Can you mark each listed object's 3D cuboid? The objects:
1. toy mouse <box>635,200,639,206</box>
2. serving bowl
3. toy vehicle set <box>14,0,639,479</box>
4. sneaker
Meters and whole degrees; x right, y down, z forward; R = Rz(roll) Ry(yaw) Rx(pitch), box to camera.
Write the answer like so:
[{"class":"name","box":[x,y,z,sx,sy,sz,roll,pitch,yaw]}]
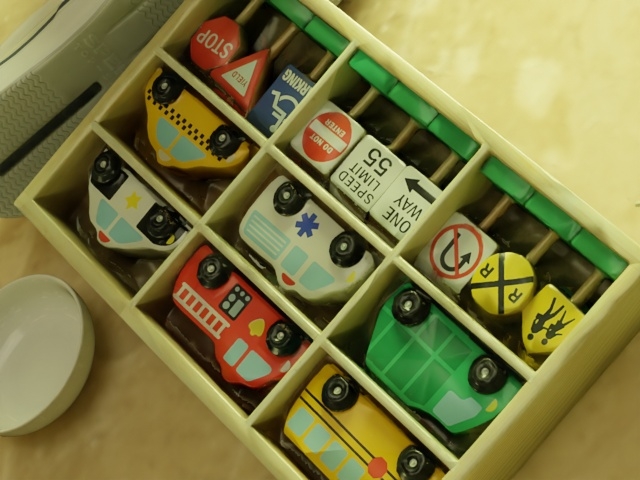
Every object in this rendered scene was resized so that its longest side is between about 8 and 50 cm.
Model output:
[{"class":"toy mouse","box":[0.190,-0.014,0.659,0.143,0.031,0.161,-8,61,33]},{"class":"serving bowl","box":[-0.141,0.059,0.861,0.083,0.027,0.083,-18,56,29]},{"class":"toy vehicle set","box":[0.000,0.000,0.757,0.166,0.035,0.267,-50,57,3]},{"class":"sneaker","box":[-0.086,-0.117,0.880,0.258,0.094,0.091,-34,30,6]}]
